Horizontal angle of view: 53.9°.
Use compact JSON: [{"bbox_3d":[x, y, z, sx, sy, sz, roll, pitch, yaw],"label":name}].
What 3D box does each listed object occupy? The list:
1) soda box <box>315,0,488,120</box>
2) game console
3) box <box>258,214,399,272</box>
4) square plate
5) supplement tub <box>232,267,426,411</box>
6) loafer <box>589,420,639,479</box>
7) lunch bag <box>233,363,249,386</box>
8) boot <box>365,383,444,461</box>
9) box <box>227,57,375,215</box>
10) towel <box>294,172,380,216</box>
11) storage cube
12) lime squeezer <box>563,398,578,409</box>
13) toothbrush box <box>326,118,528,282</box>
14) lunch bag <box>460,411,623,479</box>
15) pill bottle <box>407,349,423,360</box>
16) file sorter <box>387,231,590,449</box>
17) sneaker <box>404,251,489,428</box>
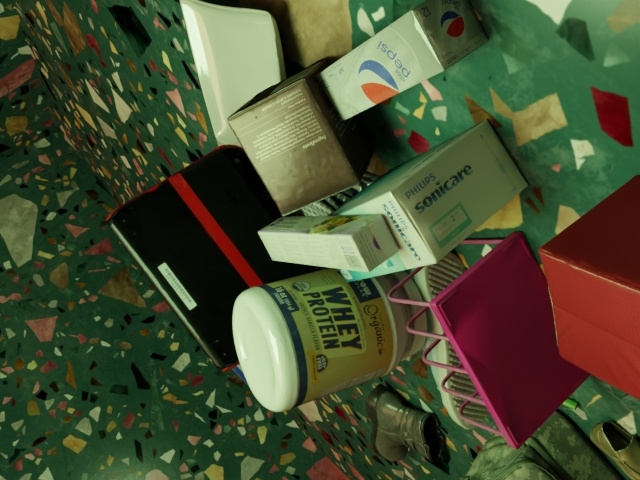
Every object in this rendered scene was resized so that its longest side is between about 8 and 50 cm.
[{"bbox_3d":[0.109,-0.271,0.945,0.091,0.098,0.286,58,155,-12],"label":"soda box"},{"bbox_3d":[-0.188,0.019,1.292,0.387,0.342,0.060,53,153,-2],"label":"game console"},{"bbox_3d":[0.000,0.000,1.020,0.324,0.063,0.067,2,121,61],"label":"box"},{"bbox_3d":[-0.160,-0.334,1.339,0.347,0.049,0.344,29,139,44],"label":"square plate"},{"bbox_3d":[0.017,0.168,1.183,0.228,0.316,0.229,35,132,52],"label":"supplement tub"},{"bbox_3d":[0.535,0.369,1.087,0.148,0.056,0.050,35,157,35],"label":"loafer"},{"bbox_3d":[-0.044,0.251,1.581,0.386,0.327,0.239,62,-167,-47],"label":"lunch bag"},{"bbox_3d":[0.256,0.583,1.829,0.222,0.118,0.338,24,147,40],"label":"boot"},{"bbox_3d":[-0.029,-0.189,1.138,0.166,0.168,0.203,-22,109,24],"label":"box"},{"bbox_3d":[0.028,-0.046,1.369,0.283,0.121,0.235,28,147,44],"label":"towel"},{"bbox_3d":[0.403,0.061,0.729,0.193,0.215,0.184,30,148,54],"label":"storage cube"},{"bbox_3d":[0.374,0.301,1.290,0.110,0.058,0.310,56,155,-6],"label":"lime squeezer"},{"bbox_3d":[0.148,-0.053,1.025,0.126,0.216,0.295,56,155,-5],"label":"toothbrush box"},{"bbox_3d":[0.436,0.523,1.230,0.305,0.256,0.212,50,156,7],"label":"lunch bag"},{"bbox_3d":[0.161,0.156,1.404,0.208,0.119,0.119,42,154,23],"label":"pill bottle"},{"bbox_3d":[0.283,0.162,1.093,0.291,0.202,0.182,59,159,-13],"label":"file sorter"},{"bbox_3d":[0.248,0.189,1.262,0.150,0.135,0.366,3,107,67],"label":"sneaker"}]
